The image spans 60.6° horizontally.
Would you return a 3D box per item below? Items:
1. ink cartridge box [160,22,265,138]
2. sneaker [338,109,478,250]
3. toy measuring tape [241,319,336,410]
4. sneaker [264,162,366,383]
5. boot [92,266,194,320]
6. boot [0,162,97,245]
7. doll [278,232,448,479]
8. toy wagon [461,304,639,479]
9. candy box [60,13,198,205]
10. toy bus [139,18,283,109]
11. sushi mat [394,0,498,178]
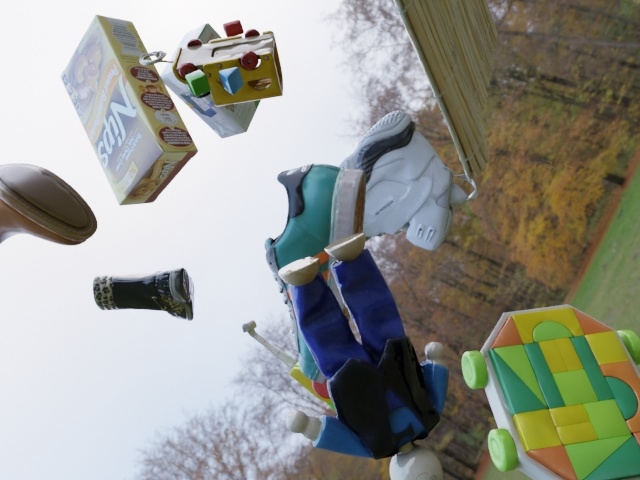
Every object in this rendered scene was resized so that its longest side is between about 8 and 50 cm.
[{"bbox_3d":[-0.244,-0.367,1.274,0.212,0.093,0.154,43,-125,-41],"label":"ink cartridge box"},{"bbox_3d":[0.089,-0.021,0.935,0.365,0.210,0.137,-51,-9,11],"label":"sneaker"},{"bbox_3d":[-0.019,0.255,1.208,0.121,0.330,0.121,-50,-10,-12],"label":"toy measuring tape"},{"bbox_3d":[-0.015,0.045,0.739,0.108,0.121,0.301,-43,-39,-70],"label":"sneaker"},{"bbox_3d":[-0.362,0.118,1.155,0.236,0.179,0.085,105,161,-67],"label":"boot"},{"bbox_3d":[-0.460,-0.006,0.736,0.220,0.284,0.109,-61,11,22],"label":"boot"},{"bbox_3d":[0.033,0.096,0.383,0.129,0.188,0.046,-27,6,-18],"label":"doll"},{"bbox_3d":[0.366,0.254,0.767,0.068,0.268,0.344,92,169,-53],"label":"toy wagon"},{"bbox_3d":[-0.378,-0.249,1.064,0.183,0.316,0.088,-37,-16,36],"label":"candy box"},{"bbox_3d":[-0.157,-0.273,0.906,0.191,0.202,0.104,-40,-40,-27],"label":"toy bus"},{"bbox_3d":[0.060,-0.181,0.311,0.316,0.019,0.151,46,-133,-50],"label":"sushi mat"}]
